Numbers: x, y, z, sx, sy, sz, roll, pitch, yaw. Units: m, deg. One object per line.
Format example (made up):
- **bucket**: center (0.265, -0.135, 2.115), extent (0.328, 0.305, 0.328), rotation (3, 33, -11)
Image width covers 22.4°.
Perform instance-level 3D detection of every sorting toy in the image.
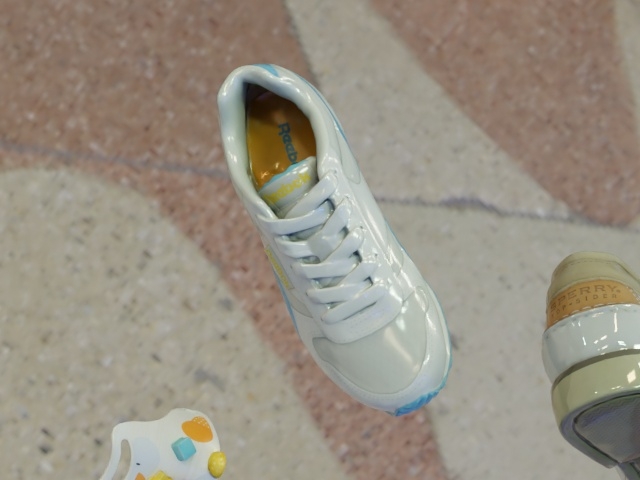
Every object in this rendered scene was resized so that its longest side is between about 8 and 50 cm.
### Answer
- **sorting toy**: center (-0.104, 0.141, 0.967), extent (0.075, 0.083, 0.045), rotation (21, 4, -40)

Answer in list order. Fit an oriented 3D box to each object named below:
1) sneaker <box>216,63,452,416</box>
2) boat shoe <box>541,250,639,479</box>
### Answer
- **sneaker**: center (0.000, 0.000, 0.957), extent (0.229, 0.087, 0.092), rotation (62, 9, 17)
- **boat shoe**: center (0.218, 0.101, 1.006), extent (0.302, 0.113, 0.103), rotation (47, 29, -54)
